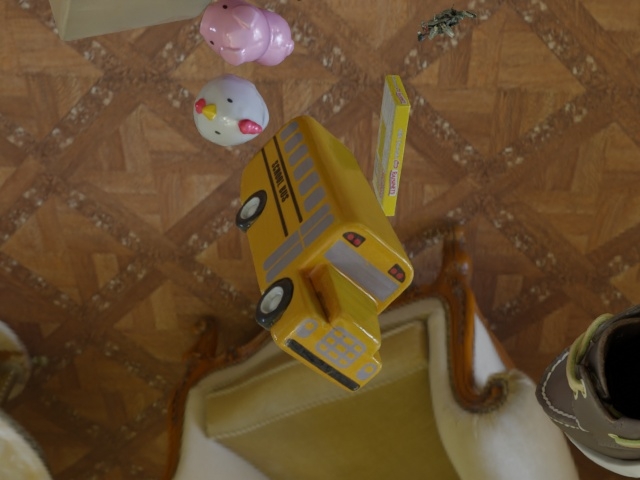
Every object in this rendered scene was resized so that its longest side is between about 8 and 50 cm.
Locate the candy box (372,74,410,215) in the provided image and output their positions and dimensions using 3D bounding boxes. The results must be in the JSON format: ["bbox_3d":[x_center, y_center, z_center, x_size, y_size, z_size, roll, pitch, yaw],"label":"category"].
[{"bbox_3d":[0.112,-0.152,1.374,0.027,0.105,0.205,-2,128,-9],"label":"candy box"}]

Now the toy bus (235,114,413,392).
[{"bbox_3d":[0.000,0.000,0.876,0.130,0.332,0.108,-43,120,13],"label":"toy bus"}]

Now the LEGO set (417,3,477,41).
[{"bbox_3d":[0.108,-0.200,0.769,0.054,0.083,0.023,-25,111,-12],"label":"LEGO set"}]

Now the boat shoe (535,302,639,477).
[{"bbox_3d":[0.215,0.082,0.524,0.097,0.116,0.324,30,167,-7],"label":"boat shoe"}]

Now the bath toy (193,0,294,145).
[{"bbox_3d":[-0.084,-0.280,1.081,0.152,0.129,0.348,10,109,-24],"label":"bath toy"}]

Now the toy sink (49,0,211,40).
[{"bbox_3d":[-0.182,-0.285,0.796,0.153,0.234,0.131,-16,97,-17],"label":"toy sink"}]
